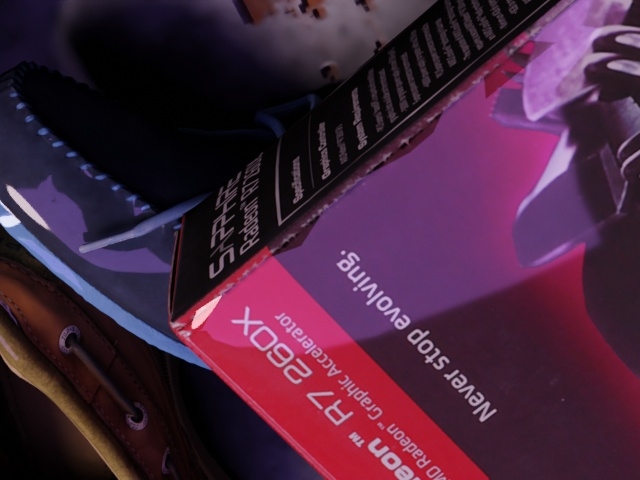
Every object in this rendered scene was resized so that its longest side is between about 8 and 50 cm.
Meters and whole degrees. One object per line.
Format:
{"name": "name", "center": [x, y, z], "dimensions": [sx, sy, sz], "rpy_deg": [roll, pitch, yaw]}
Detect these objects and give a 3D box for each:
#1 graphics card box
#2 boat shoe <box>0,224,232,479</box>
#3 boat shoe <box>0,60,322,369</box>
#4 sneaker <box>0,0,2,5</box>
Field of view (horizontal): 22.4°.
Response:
{"name": "graphics card box", "center": [0.166, -0.026, 0.457], "dimensions": [0.371, 0.094, 0.233], "rpy_deg": [-39, 107, 13]}
{"name": "boat shoe", "center": [-0.092, 0.120, 0.654], "dimensions": [0.110, 0.104, 0.307], "rpy_deg": [-9, 120, 18]}
{"name": "boat shoe", "center": [0.000, 0.000, 0.574], "dimensions": [0.258, 0.109, 0.089], "rpy_deg": [28, 118, -25]}
{"name": "sneaker", "center": [-0.175, -0.082, 0.544], "dimensions": [0.122, 0.146, 0.331], "rpy_deg": [17, 99, -3]}
